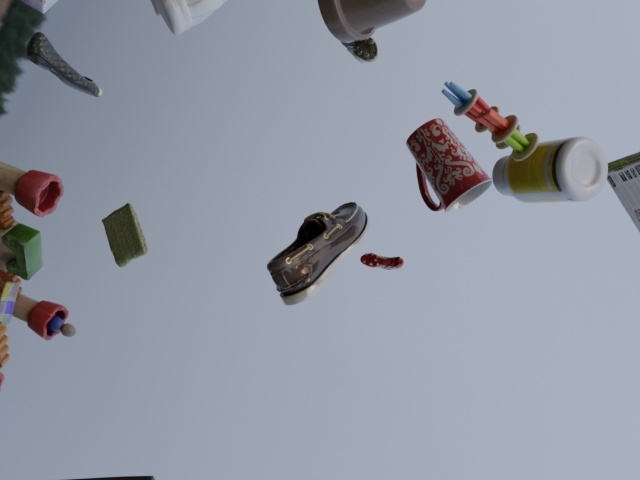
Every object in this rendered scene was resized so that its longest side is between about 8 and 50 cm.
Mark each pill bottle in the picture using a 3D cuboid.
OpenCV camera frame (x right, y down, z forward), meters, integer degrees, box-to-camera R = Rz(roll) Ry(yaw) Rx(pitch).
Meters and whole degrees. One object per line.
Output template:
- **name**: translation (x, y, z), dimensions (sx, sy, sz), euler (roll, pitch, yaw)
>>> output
- **pill bottle**: translation (0.375, -0.114, 1.110), dimensions (0.184, 0.103, 0.103), euler (4, -109, 66)

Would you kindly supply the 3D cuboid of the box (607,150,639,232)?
- **box**: translation (0.609, -0.067, 1.183), dimensions (0.114, 0.207, 0.036), euler (-22, -156, 44)

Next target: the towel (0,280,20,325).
- **towel**: translation (-0.585, 0.117, 1.239), dimensions (0.060, 0.010, 0.083), euler (109, -7, -80)

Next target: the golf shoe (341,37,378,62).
- **golf shoe**: translation (0.130, -0.553, 1.946), dimensions (0.069, 0.086, 0.176), euler (-38, -136, 4)

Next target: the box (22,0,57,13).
- **box**: translation (-0.717, -0.605, 1.417), dimensions (0.067, 0.324, 0.063), euler (-63, -173, -34)

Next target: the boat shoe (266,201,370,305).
- **boat shoe**: translation (0.000, 0.000, 1.347), dimensions (0.117, 0.096, 0.324), euler (-15, -157, 40)

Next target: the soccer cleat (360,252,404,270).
- **soccer cleat**: translation (0.115, 0.042, 1.228), dimensions (0.083, 0.035, 0.029), euler (3, -116, 18)

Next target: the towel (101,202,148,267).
- **towel**: translation (-0.509, -0.014, 1.733), dimensions (0.110, 0.027, 0.148), euler (-27, -102, 22)

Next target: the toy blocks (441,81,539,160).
- **toy blocks**: translation (0.266, -0.198, 1.062), dimensions (0.054, 0.148, 0.123), euler (-53, -159, 13)

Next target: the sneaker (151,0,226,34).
- **sneaker**: translation (-0.164, -0.314, 0.801), dimensions (0.094, 0.080, 0.212), euler (-26, -133, -9)

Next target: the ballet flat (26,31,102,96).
- **ballet flat**: translation (-0.440, -0.300, 1.164), dimensions (0.058, 0.173, 0.049), euler (19, -98, 25)

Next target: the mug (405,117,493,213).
- **mug**: translation (0.243, -0.145, 1.355), dimensions (0.150, 0.113, 0.169), euler (-38, -106, 24)

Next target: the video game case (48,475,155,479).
- **video game case**: translation (-0.332, 0.412, 0.929), dimensions (0.275, 0.248, 0.035), euler (-5, -139, 6)

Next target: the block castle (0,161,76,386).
- **block castle**: translation (-0.632, 0.095, 1.297), dimensions (0.303, 0.213, 0.453), euler (-59, 169, -49)

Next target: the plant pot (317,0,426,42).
- **plant pot**: translation (0.151, -0.666, 1.750), dimensions (0.229, 0.263, 0.262), euler (7, -108, 36)
